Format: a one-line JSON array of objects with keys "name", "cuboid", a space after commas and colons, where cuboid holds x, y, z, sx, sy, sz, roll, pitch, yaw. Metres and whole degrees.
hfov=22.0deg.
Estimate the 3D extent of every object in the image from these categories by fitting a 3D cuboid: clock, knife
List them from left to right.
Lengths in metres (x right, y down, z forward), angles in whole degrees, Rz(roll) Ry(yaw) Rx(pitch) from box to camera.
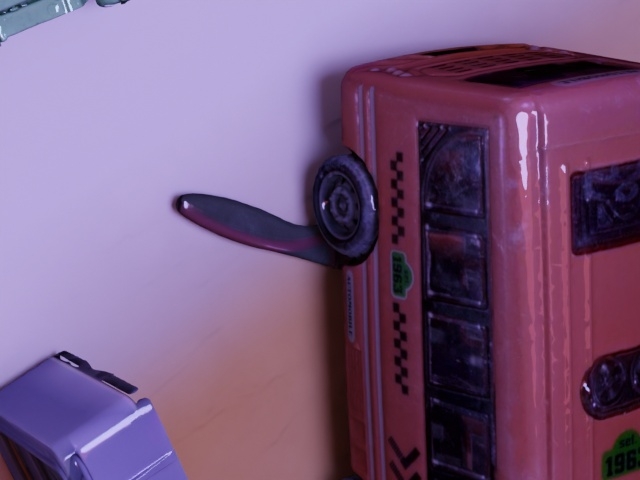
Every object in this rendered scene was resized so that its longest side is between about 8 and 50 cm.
[{"name": "clock", "cuboid": [-0.131, 0.180, 1.071, 0.073, 0.145, 0.193, -32, 113, -23]}, {"name": "knife", "cuboid": [0.000, 0.000, 1.197, 0.247, 0.018, 0.035, 16, 87, -35]}]

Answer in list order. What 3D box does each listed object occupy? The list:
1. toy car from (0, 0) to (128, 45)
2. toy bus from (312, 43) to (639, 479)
[{"name": "toy car", "cuboid": [-0.184, -0.165, 1.032, 0.143, 0.054, 0.073, -29, 114, -28]}, {"name": "toy bus", "cuboid": [0.143, 0.082, 1.160, 0.203, 0.233, 0.426, -12, 105, -33]}]
